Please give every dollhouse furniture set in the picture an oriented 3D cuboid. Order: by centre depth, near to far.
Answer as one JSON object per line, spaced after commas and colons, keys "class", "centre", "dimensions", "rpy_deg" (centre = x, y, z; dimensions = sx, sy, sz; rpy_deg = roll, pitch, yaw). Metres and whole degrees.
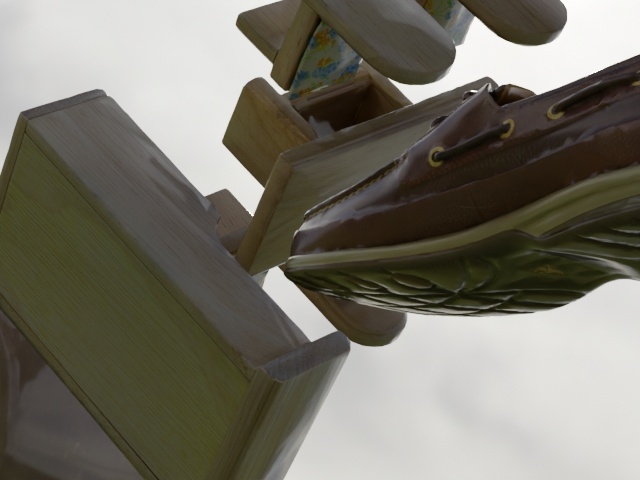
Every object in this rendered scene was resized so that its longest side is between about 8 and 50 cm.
{"class": "dollhouse furniture set", "centre": [0.000, 0.000, 0.835], "dimensions": [0.161, 0.242, 0.212], "rpy_deg": [47, -44, 23]}

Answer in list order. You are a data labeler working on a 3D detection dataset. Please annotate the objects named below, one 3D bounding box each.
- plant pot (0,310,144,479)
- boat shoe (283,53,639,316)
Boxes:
{"class": "plant pot", "centre": [-0.190, 0.083, 0.994], "dimensions": [0.263, 0.263, 0.229], "rpy_deg": [20, -4, 16]}
{"class": "boat shoe", "centre": [0.059, -0.015, 0.572], "dimensions": [0.064, 0.060, 0.178], "rpy_deg": [18, -22, -37]}
